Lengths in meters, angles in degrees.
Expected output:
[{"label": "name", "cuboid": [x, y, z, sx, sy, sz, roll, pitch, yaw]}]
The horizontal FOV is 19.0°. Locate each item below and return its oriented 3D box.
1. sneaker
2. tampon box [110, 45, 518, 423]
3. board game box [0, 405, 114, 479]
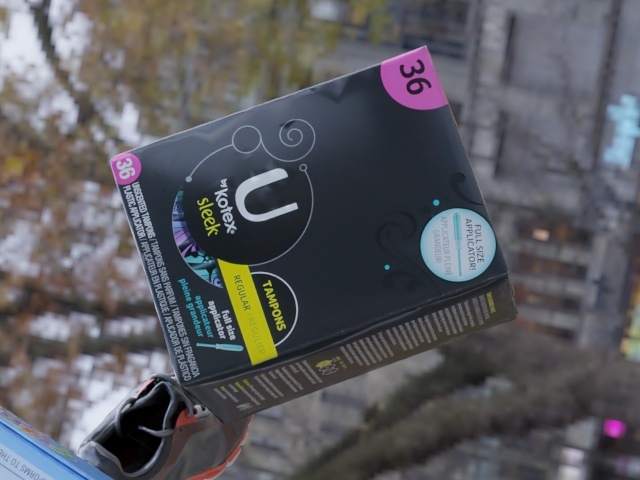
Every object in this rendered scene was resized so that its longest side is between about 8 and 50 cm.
[{"label": "sneaker", "cuboid": [-0.076, 0.096, 1.014, 0.158, 0.061, 0.065, -42, -18, -49]}, {"label": "tampon box", "cuboid": [0.000, 0.000, 0.924, 0.101, 0.161, 0.120, 61, -171, -74]}, {"label": "board game box", "cuboid": [-0.139, 0.140, 0.526, 0.211, 0.160, 0.039, -57, -13, -5]}]
